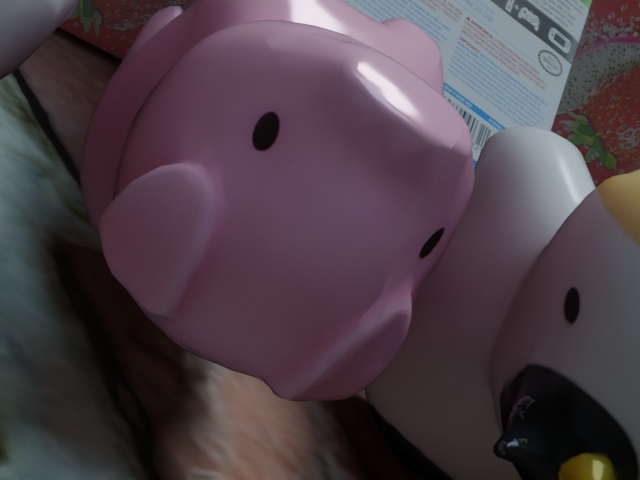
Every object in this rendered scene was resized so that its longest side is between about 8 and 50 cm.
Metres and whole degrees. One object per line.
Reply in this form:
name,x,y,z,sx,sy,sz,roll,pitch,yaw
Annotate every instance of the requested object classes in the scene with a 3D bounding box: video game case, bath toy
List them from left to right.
bath toy,0.000,0.000,0.471,0.348,0.151,0.129,30,57,-18
video game case,0.035,-0.104,0.579,0.119,0.015,0.166,35,56,-21

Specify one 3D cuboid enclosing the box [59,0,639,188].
box,0.012,-0.122,0.705,0.300,0.142,0.154,26,24,-28
